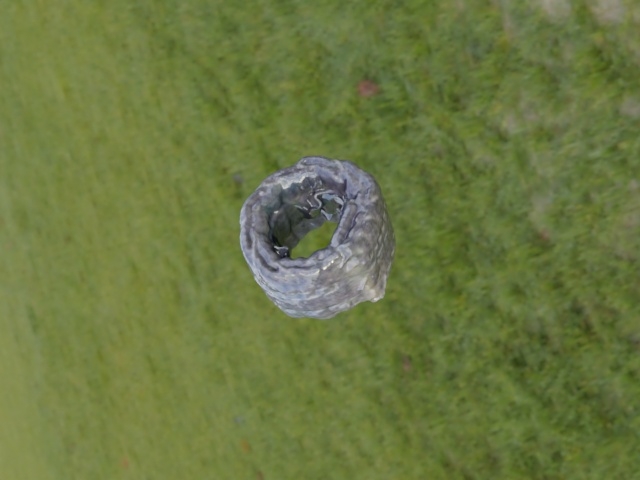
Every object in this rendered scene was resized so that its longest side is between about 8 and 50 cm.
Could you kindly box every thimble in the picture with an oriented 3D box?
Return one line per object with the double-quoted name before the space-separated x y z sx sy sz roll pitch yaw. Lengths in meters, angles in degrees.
"thimble" 0.000 -0.002 1.162 0.150 0.150 0.098 51 173 38
